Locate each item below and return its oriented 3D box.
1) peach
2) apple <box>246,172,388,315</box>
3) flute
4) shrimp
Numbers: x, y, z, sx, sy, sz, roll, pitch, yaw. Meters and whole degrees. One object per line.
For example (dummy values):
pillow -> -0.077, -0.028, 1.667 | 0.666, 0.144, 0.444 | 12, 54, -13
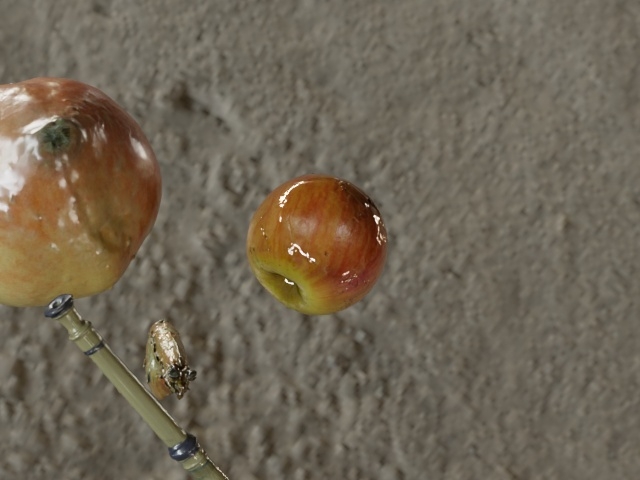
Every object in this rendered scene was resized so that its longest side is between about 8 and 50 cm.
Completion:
peach -> -0.244, -0.045, 1.352 | 0.232, 0.232, 0.233 | 18, 41, -17
apple -> 0.000, 0.000, 1.516 | 0.146, 0.146, 0.146 | 18, 41, -17
flute -> -0.129, 0.129, 1.168 | 0.233, 0.027, 0.027 | 53, 32, -25
shrimp -> -0.177, 0.149, 1.797 | 0.043, 0.091, 0.184 | 7, 7, -18
